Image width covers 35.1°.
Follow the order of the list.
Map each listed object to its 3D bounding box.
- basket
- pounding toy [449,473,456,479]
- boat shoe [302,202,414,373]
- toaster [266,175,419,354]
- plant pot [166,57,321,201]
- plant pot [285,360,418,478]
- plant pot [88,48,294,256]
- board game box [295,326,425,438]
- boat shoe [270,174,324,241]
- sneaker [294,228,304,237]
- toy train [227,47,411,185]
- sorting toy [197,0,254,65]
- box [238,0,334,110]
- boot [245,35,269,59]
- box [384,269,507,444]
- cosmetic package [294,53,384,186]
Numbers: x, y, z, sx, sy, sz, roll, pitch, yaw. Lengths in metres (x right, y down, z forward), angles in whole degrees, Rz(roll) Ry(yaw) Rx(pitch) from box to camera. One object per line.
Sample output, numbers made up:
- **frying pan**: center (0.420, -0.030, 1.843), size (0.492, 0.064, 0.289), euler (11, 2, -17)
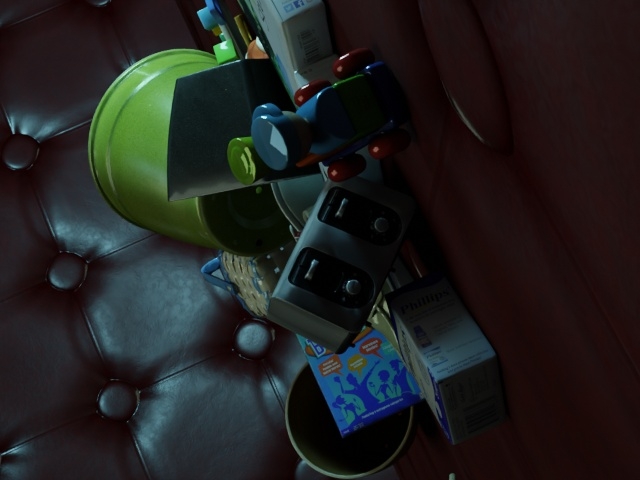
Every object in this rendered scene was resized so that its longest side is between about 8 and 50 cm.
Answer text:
- **basket**: center (-0.091, 0.036, 2.021), size (0.289, 0.254, 0.201), euler (32, 149, 61)
- **pounding toy**: center (0.215, 0.458, 1.582), size (0.100, 0.141, 0.130), euler (37, 174, 1)
- **boat shoe**: center (0.071, 0.063, 1.355), size (0.109, 0.094, 0.302), euler (75, 170, -62)
- **toaster**: center (0.023, 0.028, 1.139), size (0.110, 0.168, 0.186), euler (26, 164, 2)
- **plant pot**: center (-0.100, -0.156, 1.391), size (0.187, 0.188, 0.167), euler (-15, -86, -55)
- **plant pot**: center (0.088, 0.331, 1.894), size (0.237, 0.237, 0.254), euler (64, -170, 23)
- **plant pot**: center (-0.186, -0.137, 1.835), size (0.353, 0.366, 0.366), euler (30, 148, 53)
- **board game box**: center (0.065, 0.206, 1.717), size (0.047, 0.160, 0.210), euler (87, 158, -75)
- **boat shoe**: center (0.001, -0.031, 1.546), size (0.091, 0.114, 0.303), euler (126, 120, -78)
- **sneaker**: center (0.000, 0.000, 1.298), size (0.042, 0.067, 0.118), euler (52, -167, -12)
- **toy train**: center (-0.032, -0.094, 1.013), size (0.248, 0.143, 0.105), euler (-24, 90, 60)
- **sorting toy**: center (-0.160, -0.347, 1.725), size (0.347, 0.047, 0.196), euler (-34, -78, -83)
- **box**: center (-0.065, -0.310, 1.245), size (0.232, 0.058, 0.322), euler (74, 172, -60)
- **boot**: center (-0.084, -0.297, 1.587), size (0.158, 0.059, 0.085), euler (-112, 20, -56)
- **box**: center (0.137, 0.127, 1.101), size (0.126, 0.072, 0.137), euler (72, 173, -45)
- **cosmetic package**: center (0.029, -0.103, 1.211), size (0.239, 0.060, 0.099), euler (73, 170, -57)
